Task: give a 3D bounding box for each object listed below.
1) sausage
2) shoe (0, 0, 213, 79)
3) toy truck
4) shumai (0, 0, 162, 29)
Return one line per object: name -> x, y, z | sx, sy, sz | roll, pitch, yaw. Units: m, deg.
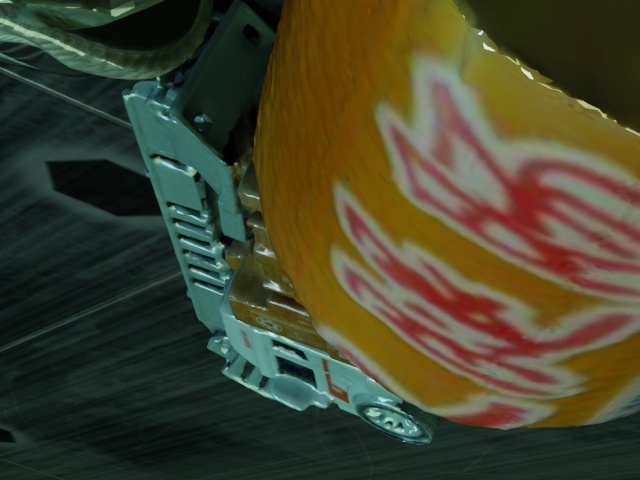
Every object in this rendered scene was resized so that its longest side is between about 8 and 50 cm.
sausage -> 0.101, -0.073, 0.593 | 0.233, 0.233, 0.287 | 14, 160, -3
shoe -> -0.165, -0.127, 0.806 | 0.227, 0.099, 0.112 | 17, 166, -12
toy truck -> 0.000, 0.000, 0.983 | 0.184, 0.133, 0.338 | 19, 158, 12
shumai -> -0.121, -0.157, 0.551 | 0.222, 0.203, 0.272 | 22, 161, -21
